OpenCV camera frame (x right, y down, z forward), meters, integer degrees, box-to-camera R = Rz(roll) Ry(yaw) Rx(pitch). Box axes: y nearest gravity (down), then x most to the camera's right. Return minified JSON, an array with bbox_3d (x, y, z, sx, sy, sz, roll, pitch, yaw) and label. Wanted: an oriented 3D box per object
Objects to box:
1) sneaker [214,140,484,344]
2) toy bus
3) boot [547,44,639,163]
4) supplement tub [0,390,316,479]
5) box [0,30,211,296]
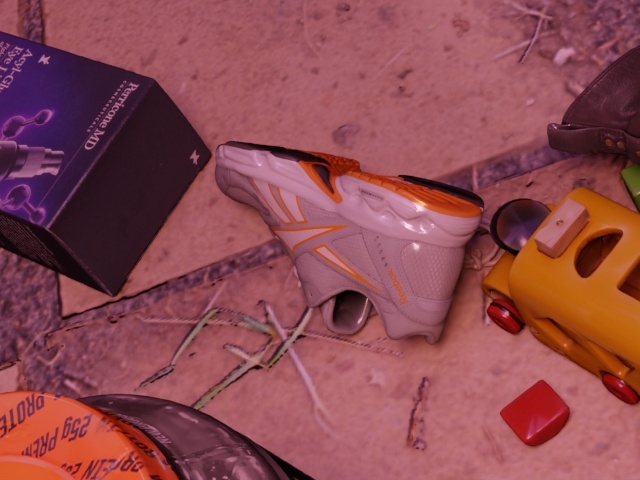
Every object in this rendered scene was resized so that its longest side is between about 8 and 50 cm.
[{"bbox_3d":[0.000,0.000,0.982,0.262,0.099,0.121,21,103,51],"label":"sneaker"},{"bbox_3d":[0.171,0.019,0.877,0.202,0.104,0.191,-14,53,16],"label":"toy bus"},{"bbox_3d":[0.310,-0.105,0.896,0.263,0.091,0.229,-27,31,-21],"label":"boot"},{"bbox_3d":[-0.061,0.199,0.651,0.207,0.338,0.207,-11,61,21],"label":"supplement tub"},{"bbox_3d":[-0.222,-0.068,1.122,0.207,0.108,0.153,19,68,34],"label":"box"}]
